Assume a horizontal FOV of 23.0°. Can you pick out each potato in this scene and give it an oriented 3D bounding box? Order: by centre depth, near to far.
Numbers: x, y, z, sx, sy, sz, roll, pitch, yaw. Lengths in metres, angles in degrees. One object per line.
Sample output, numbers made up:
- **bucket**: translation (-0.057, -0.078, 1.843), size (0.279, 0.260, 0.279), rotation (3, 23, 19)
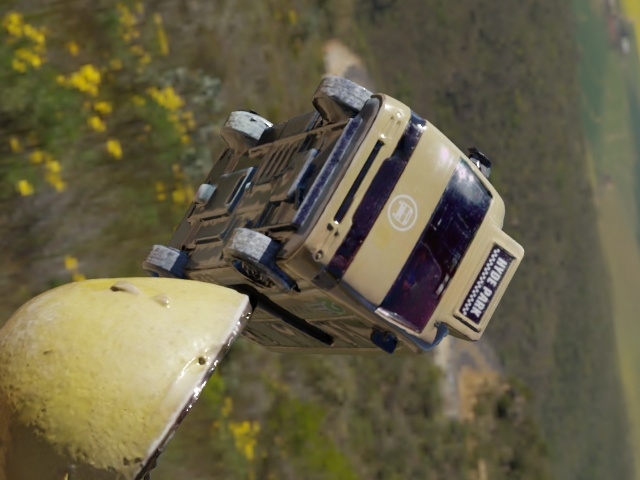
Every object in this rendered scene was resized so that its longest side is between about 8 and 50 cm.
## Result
- **potato**: translation (-0.140, 0.089, 0.911), size (0.117, 0.202, 0.182), rotation (36, 13, -2)

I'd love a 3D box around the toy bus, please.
- **toy bus**: translation (0.000, 0.000, 1.045), size (0.157, 0.289, 0.139), rotation (34, 73, -18)
